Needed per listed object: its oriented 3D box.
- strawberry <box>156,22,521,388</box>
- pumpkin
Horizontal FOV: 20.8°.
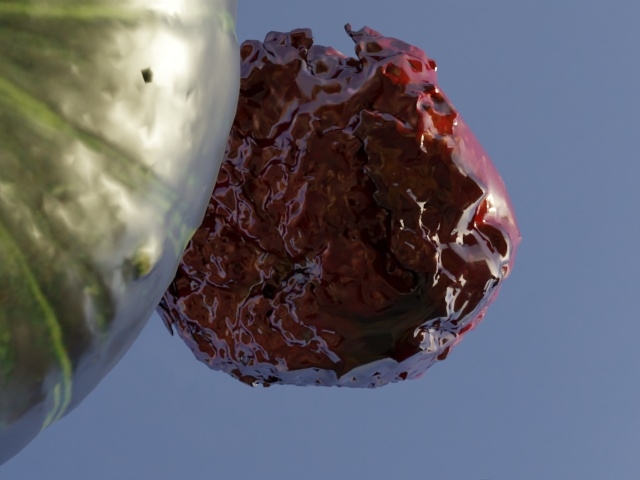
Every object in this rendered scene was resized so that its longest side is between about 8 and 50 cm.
[{"bbox_3d":[0.000,0.000,1.151,0.274,0.220,0.274,4,-54,5],"label":"strawberry"},{"bbox_3d":[-0.177,-0.070,0.533,0.323,0.241,0.323,-8,-77,-38],"label":"pumpkin"}]
